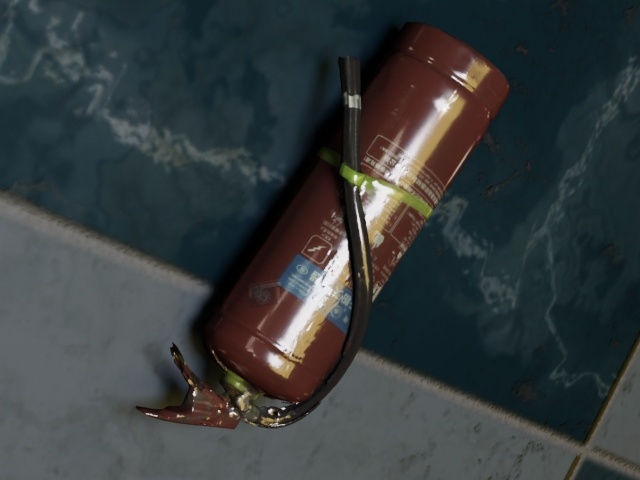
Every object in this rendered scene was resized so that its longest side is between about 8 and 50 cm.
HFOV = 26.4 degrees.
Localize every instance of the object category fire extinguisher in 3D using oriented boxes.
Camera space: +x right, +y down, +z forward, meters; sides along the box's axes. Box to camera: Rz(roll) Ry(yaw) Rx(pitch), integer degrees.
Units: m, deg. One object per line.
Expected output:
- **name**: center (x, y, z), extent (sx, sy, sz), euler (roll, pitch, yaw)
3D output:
- **fire extinguisher**: center (0.000, 0.000, 0.977), extent (0.141, 0.105, 0.341), euler (38, 82, -28)
